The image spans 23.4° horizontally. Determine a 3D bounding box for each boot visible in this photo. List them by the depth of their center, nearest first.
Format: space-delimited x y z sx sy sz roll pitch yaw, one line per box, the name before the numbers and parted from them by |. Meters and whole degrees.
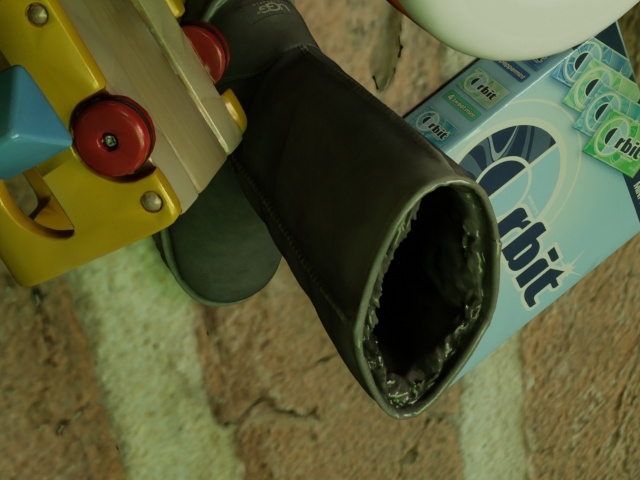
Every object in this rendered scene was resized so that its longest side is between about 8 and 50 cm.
boot | -0.002 0.001 0.644 0.076 0.208 0.190 -18 132 -24

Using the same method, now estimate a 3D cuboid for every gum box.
gum box | 0.094 -0.019 0.824 0.184 0.041 0.157 -39 137 -6

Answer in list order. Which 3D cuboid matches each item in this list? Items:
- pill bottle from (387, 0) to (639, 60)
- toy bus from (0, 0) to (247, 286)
pill bottle | 0.021 -0.161 0.522 0.121 0.221 0.121 -20 133 -23
toy bus | -0.117 -0.084 0.563 0.104 0.202 0.191 -23 152 24
